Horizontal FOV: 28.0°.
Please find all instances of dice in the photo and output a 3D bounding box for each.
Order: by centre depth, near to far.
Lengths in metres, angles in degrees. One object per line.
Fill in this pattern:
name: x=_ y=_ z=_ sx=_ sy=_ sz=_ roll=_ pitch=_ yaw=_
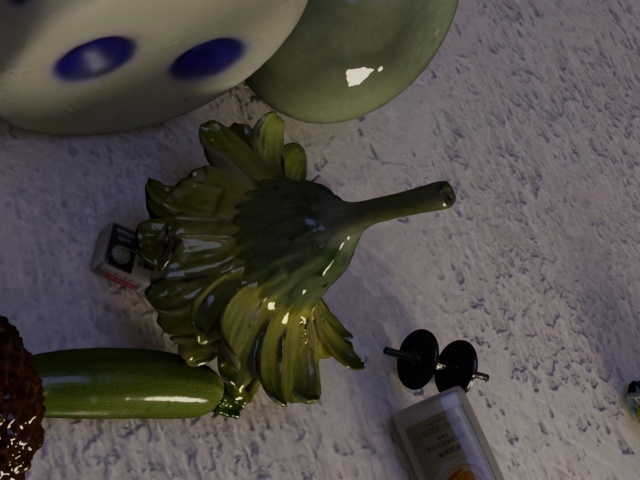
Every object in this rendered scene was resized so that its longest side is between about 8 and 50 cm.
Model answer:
dice: x=-0.200 y=-0.289 z=1.246 sx=0.304 sy=0.304 sz=0.277 roll=-6 pitch=69 yaw=-41

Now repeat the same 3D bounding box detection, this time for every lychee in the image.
lychee: x=-0.310 y=0.118 z=1.021 sx=0.188 sy=0.188 sz=0.188 roll=20 pitch=54 yaw=-30

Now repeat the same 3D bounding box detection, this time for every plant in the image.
plant: x=-0.047 y=0.010 z=1.239 sx=0.261 sy=0.297 sz=0.305 roll=-8 pitch=82 yaw=-26

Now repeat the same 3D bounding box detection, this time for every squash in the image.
squash: x=-0.177 y=0.133 z=1.188 sx=0.252 sy=0.066 sz=0.066 roll=6 pitch=62 yaw=-38

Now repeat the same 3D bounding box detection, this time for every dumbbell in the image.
dumbbell: x=0.130 y=0.138 z=1.432 sx=0.147 sy=0.069 sz=0.069 roll=18 pitch=55 yaw=-31

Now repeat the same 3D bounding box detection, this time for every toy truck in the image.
toy truck: x=0.445 y=0.214 z=1.649 sx=0.111 sy=0.076 sz=0.077 roll=-12 pitch=93 yaw=-42

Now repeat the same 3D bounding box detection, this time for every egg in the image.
egg: x=0.029 y=-0.286 z=1.463 sx=0.258 sy=0.258 sz=0.352 roll=40 pitch=55 yaw=-14

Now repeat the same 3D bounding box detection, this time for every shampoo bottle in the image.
shampoo bottle: x=0.158 y=0.275 z=1.370 sx=0.086 sy=0.056 sz=0.227 roll=-23 pitch=78 yaw=1

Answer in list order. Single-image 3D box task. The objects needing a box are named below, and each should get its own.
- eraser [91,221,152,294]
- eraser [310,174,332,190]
eraser: x=-0.166 y=0.029 z=1.281 sx=0.122 sy=0.029 sz=0.052 roll=25 pitch=51 yaw=-26
eraser: x=-0.018 y=-0.038 z=1.449 sx=0.027 sy=0.019 sz=0.099 roll=46 pitch=45 yaw=-8
